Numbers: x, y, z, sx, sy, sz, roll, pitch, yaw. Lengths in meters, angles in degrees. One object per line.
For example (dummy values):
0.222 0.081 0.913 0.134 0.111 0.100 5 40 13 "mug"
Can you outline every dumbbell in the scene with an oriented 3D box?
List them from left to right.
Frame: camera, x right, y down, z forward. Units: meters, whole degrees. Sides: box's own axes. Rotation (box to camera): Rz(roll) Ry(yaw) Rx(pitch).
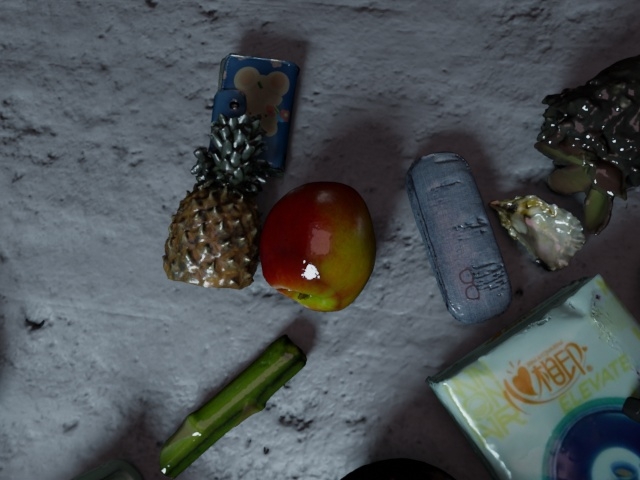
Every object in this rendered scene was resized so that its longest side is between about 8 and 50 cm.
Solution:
0.403 0.184 0.673 0.040 0.036 0.083 32 77 6 "dumbbell"

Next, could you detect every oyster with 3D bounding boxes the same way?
0.350 -0.012 0.875 0.145 0.045 0.122 0 74 -3 "oyster"

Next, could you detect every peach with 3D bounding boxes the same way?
0.000 0.000 0.830 0.197 0.197 0.198 -1 78 4 "peach"

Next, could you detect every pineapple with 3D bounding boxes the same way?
-0.155 -0.066 0.850 0.157 0.158 0.279 9 91 6 "pineapple"

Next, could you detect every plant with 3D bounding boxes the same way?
0.433 -0.159 0.837 0.234 0.178 0.204 -38 89 6 "plant"

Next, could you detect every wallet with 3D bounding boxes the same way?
-0.117 -0.217 0.948 0.140 0.059 0.203 8 80 -1 "wallet"

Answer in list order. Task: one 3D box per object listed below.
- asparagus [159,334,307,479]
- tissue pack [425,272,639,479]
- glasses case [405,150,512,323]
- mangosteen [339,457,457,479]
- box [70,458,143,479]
-0.138 0.254 0.848 0.277 0.060 0.067 -39 97 -4 "asparagus"
0.373 0.284 0.751 0.287 0.162 0.388 -32 78 -6 "tissue pack"
0.217 -0.008 0.873 0.109 0.067 0.283 -15 78 -1 "glasses case"
0.100 0.431 0.677 0.293 0.297 0.297 -26 77 8 "mangosteen"
-0.300 0.496 0.756 0.182 0.175 0.312 -36 78 5 "box"
